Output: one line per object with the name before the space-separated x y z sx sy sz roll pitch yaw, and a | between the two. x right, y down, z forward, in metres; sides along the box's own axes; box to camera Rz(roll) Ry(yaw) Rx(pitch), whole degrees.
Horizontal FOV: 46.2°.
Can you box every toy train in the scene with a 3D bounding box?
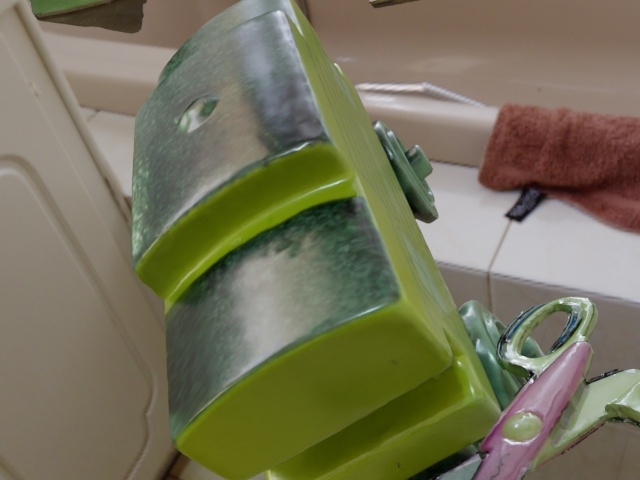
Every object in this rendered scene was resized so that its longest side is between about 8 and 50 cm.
toy train | 0.000 0.000 0.517 0.179 0.272 0.442 -32 39 13

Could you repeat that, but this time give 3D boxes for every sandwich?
sandwich | -0.241 -0.238 0.743 0.116 0.074 0.074 -25 82 -27

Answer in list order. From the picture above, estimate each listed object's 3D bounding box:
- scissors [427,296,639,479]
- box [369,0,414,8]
scissors | 0.095 0.089 0.345 0.187 0.020 0.133 -35 23 -20
box | 0.130 -0.447 1.217 0.090 0.023 0.133 0 75 39
